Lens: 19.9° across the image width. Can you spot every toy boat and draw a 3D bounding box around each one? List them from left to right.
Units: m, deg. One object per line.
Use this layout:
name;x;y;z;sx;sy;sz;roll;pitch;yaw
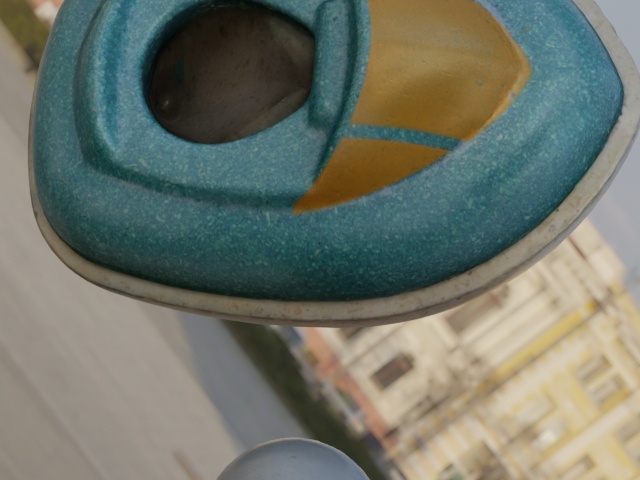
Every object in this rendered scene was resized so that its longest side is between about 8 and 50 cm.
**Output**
toy boat;0.000;0.000;0.743;0.148;0.268;0.318;57;30;-67
